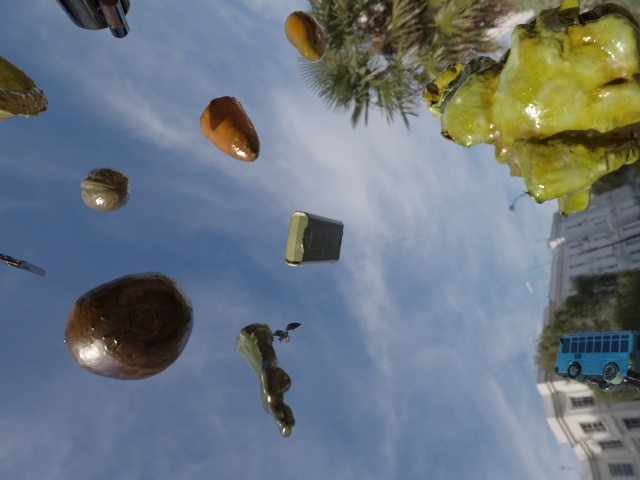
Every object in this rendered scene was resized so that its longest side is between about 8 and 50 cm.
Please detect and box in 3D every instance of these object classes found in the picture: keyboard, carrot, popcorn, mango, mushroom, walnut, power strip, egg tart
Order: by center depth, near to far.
[{"bbox_3d":[0.395,-0.199,0.694,0.321,0.290,0.325,36,-131,-5],"label":"popcorn"},{"bbox_3d":[-0.343,0.159,0.815,0.231,0.138,0.194,-29,-97,-37],"label":"mushroom"},{"bbox_3d":[0.000,0.000,0.824,0.268,0.034,0.092,4,-86,-71],"label":"power strip"},{"bbox_3d":[-0.679,0.051,0.962,0.101,0.310,0.018,23,-107,-20],"label":"keyboard"},{"bbox_3d":[-0.806,-0.360,0.962,0.345,0.132,0.345,35,-169,-8],"label":"egg tart"},{"bbox_3d":[-0.034,-0.511,1.091,0.102,0.085,0.184,19,-144,-42],"label":"mango"},{"bbox_3d":[0.378,-0.363,1.099,0.184,0.204,0.221,36,-174,-22],"label":"popcorn"},{"bbox_3d":[-0.654,-0.155,1.325,0.140,0.162,0.140,6,-90,-67],"label":"walnut"},{"bbox_3d":[-0.259,-0.332,1.352,0.159,0.159,0.225,-2,-140,-50],"label":"carrot"}]

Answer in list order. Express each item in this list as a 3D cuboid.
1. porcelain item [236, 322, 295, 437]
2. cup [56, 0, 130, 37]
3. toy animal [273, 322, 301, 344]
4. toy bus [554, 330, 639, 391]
[{"bbox_3d":[-0.090,0.244,0.767,0.069,0.081,0.215,2,-149,-27],"label":"porcelain item"},{"bbox_3d":[-0.497,-0.531,0.897,0.177,0.166,0.239,92,164,-67],"label":"cup"},{"bbox_3d":[-0.079,0.206,0.932,0.028,0.084,0.050,45,-152,-28],"label":"toy animal"},{"bbox_3d":[0.547,0.228,0.827,0.090,0.184,0.106,18,-107,-8],"label":"toy bus"}]
